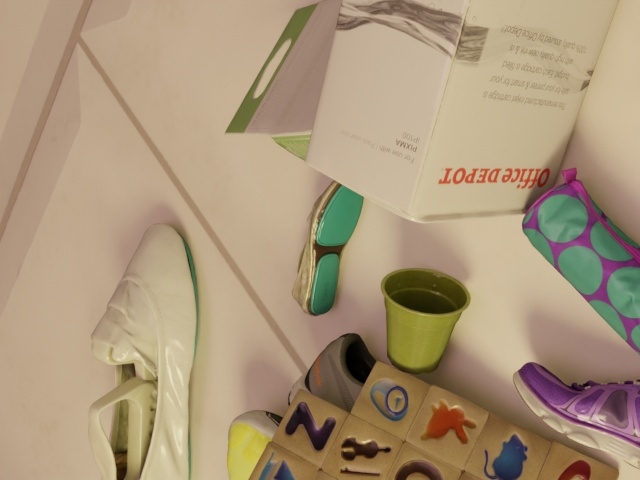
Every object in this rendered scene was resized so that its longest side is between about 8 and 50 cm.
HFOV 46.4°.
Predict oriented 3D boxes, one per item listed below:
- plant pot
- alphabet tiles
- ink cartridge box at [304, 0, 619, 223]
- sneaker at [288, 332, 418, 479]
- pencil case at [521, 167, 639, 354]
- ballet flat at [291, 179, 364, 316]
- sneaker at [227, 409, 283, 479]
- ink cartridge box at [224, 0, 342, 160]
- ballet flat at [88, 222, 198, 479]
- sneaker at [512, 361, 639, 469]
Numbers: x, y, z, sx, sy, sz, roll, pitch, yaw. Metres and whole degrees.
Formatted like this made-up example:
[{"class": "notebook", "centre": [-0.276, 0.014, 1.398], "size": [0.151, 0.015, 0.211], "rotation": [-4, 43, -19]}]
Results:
[{"class": "plant pot", "centre": [0.093, 0.081, 0.704], "size": [0.083, 0.083, 0.079], "rotation": [30, 125, 37]}, {"class": "alphabet tiles", "centre": [0.084, 0.272, 0.624], "size": [0.342, 0.011, 0.285], "rotation": [22, 73, 24]}, {"class": "ink cartridge box", "centre": [0.121, -0.168, 0.559], "size": [0.117, 0.207, 0.283], "rotation": [29, 113, 38]}, {"class": "sneaker", "centre": [0.079, 0.196, 0.710], "size": [0.271, 0.100, 0.108], "rotation": [41, 111, 31]}, {"class": "pencil case", "centre": [0.226, 0.019, 0.577], "size": [0.152, 0.064, 0.070], "rotation": [50, 140, 27]}, {"class": "ballet flat", "centre": [0.000, 0.000, 0.793], "size": [0.052, 0.057, 0.168], "rotation": [36, 117, 46]}, {"class": "sneaker", "centre": [-0.046, 0.379, 0.807], "size": [0.145, 0.147, 0.385], "rotation": [-21, 78, 44]}, {"class": "ink cartridge box", "centre": [0.006, -0.161, 0.726], "size": [0.171, 0.056, 0.235], "rotation": [-61, 26, -8]}, {"class": "ballet flat", "centre": [-0.237, 0.180, 0.977], "size": [0.139, 0.139, 0.401], "rotation": [8, 99, 42]}, {"class": "sneaker", "centre": [0.237, 0.134, 0.592], "size": [0.169, 0.068, 0.071], "rotation": [22, 94, 30]}]
